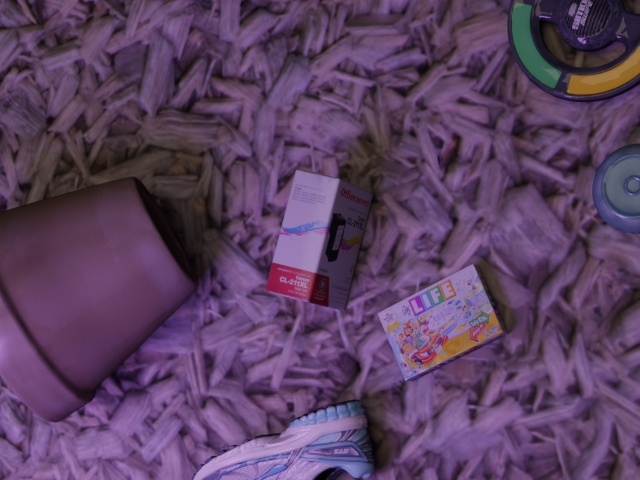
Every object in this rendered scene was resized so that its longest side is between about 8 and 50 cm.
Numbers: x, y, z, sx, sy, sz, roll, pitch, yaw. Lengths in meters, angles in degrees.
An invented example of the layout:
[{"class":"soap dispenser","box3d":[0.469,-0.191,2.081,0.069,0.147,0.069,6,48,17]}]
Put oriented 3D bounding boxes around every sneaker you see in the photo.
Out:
[{"class":"sneaker","box3d":[-0.054,0.323,1.898,0.283,0.110,0.122,-27,74,20]}]

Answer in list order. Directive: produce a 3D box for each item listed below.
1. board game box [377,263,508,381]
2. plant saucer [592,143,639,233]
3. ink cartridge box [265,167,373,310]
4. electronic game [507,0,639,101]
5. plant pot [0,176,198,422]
[{"class":"board game box","box3d":[0.165,0.112,1.869,0.154,0.026,0.103,-29,70,19]},{"class":"plant saucer","box3d":[0.408,-0.069,1.784,0.119,0.021,0.119,-5,79,25]},{"class":"ink cartridge box","box3d":[0.000,0.000,1.911,0.072,0.127,0.175,13,88,26]},{"class":"electronic game","box3d":[0.359,-0.296,1.830,0.229,0.048,0.229,-4,80,26]},{"class":"plant pot","box3d":[-0.343,0.054,1.997,0.280,0.323,0.323,-31,69,1]}]
